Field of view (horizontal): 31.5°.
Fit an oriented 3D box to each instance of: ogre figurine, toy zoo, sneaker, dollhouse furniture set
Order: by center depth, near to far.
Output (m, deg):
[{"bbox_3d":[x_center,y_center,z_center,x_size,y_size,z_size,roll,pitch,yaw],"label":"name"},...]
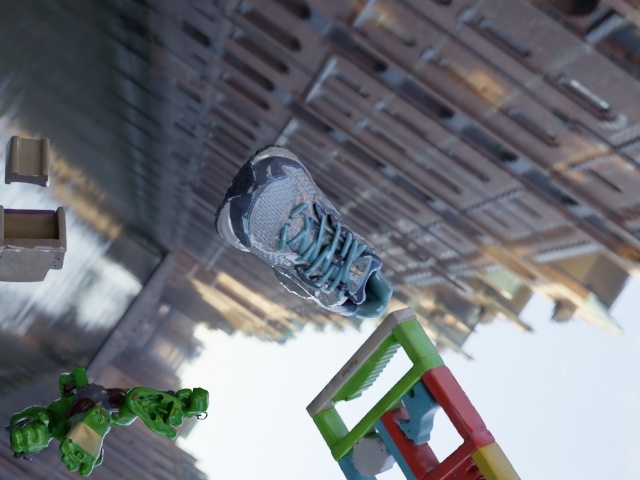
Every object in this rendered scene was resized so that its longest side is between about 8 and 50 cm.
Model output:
[{"bbox_3d":[-0.216,0.171,1.095,0.197,0.096,0.118,-32,-165,-34],"label":"ogre figurine"},{"bbox_3d":[0.107,0.238,1.124,0.030,0.293,0.192,-11,149,-41],"label":"toy zoo"},{"bbox_3d":[0.000,0.000,1.131,0.110,0.122,0.283,-57,151,-5],"label":"sneaker"},{"bbox_3d":[-0.426,-0.104,1.198,0.198,0.286,0.303,139,-51,-63],"label":"dollhouse furniture set"}]
